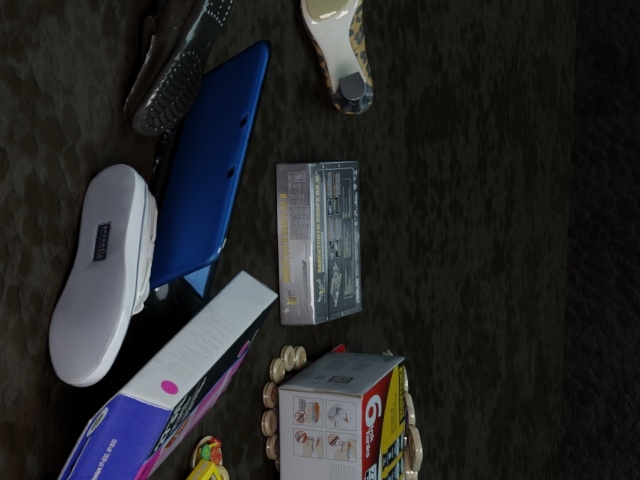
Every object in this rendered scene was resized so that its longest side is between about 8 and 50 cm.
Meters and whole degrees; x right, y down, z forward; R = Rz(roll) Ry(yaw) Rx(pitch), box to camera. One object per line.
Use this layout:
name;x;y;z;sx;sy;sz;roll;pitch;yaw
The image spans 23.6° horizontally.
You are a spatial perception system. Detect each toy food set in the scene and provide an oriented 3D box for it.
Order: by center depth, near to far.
toy food set;-0.141;0.290;1.938;0.082;0.020;0.083;-13;102;-66

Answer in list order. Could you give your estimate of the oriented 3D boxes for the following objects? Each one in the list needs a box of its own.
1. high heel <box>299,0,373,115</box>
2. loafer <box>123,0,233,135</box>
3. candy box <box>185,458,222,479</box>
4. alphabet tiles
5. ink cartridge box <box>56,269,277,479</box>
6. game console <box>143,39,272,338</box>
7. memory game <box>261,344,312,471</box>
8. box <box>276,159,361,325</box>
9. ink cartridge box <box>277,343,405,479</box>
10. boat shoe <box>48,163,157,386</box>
high heel;0.022;-0.317;2.281;0.186;0.093;0.261;65;14;-87
loafer;-0.176;-0.223;1.795;0.220;0.078;0.080;-64;154;-15
candy box;-0.138;0.380;1.915;0.105;0.027;0.206;-50;137;-34
alphabet tiles;0.119;0.321;2.367;0.278;0.021;0.284;96;-14;-55
ink cartridge box;-0.176;0.182;1.704;0.176;0.069;0.371;-60;171;32
game console;-0.113;-0.050;1.814;0.250;0.173;0.293;53;43;-54
memory game;-0.041;0.239;2.180;0.186;0.012;0.186;1;90;-66
box;0.000;0.000;2.218;0.183;0.056;0.231;-11;100;-65
ink cartridge box;0.046;0.326;2.210;0.272;0.130;0.309;-30;121;-67
boat shoe;-0.221;0.045;1.663;0.084;0.095;0.258;47;49;-52
